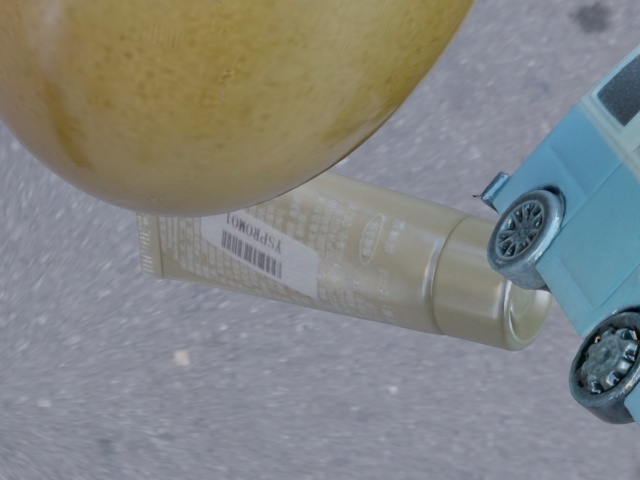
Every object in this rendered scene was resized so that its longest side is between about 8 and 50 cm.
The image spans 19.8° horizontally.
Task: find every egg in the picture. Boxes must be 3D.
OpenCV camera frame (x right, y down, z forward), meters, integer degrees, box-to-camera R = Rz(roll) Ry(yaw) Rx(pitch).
[{"bbox_3d":[-0.040,-0.164,0.751,0.250,0.250,0.322,14,107,-10],"label":"egg"}]

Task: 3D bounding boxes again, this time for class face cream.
[{"bbox_3d":[0.000,0.000,1.305,0.084,0.341,0.137,-34,130,-48],"label":"face cream"}]

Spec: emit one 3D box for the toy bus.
[{"bbox_3d":[0.197,0.016,0.859,0.133,0.271,0.165,33,106,-26],"label":"toy bus"}]
